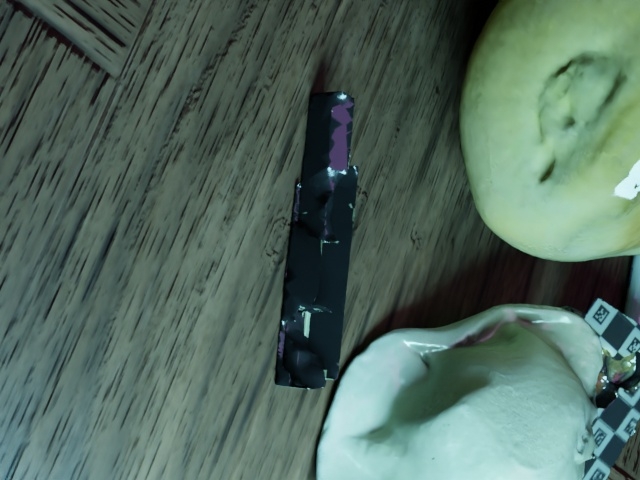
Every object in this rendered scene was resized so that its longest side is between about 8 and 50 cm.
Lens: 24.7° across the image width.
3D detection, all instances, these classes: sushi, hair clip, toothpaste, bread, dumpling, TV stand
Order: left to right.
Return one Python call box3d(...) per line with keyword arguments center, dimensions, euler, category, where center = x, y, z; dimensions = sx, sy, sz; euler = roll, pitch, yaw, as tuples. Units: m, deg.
box3d(center=(0.000, 0.000, 1.228), dimensions=(0.042, 0.036, 0.249), euler=(11, 83, -45), category="TV stand")
box3d(center=(0.121, 0.182, 1.305), dimensions=(0.242, 0.187, 0.318), euler=(28, 55, -1), category="dumpling")
box3d(center=(0.268, 0.168, 1.499), dimensions=(0.139, 0.031, 0.201), euler=(31, 88, -32), category="sushi")
box3d(center=(0.328, 0.138, 1.555), dimensions=(0.229, 0.036, 0.066), euler=(40, 82, -31), category="hair clip")
box3d(center=(0.345, 0.104, 1.602), dimensions=(0.052, 0.033, 0.218), euler=(13, 86, -40), category="toothpaste")
box3d(center=(0.309, -0.143, 1.353), dimensions=(0.376, 0.253, 0.348), euler=(-4, 137, -48), category="bread")
